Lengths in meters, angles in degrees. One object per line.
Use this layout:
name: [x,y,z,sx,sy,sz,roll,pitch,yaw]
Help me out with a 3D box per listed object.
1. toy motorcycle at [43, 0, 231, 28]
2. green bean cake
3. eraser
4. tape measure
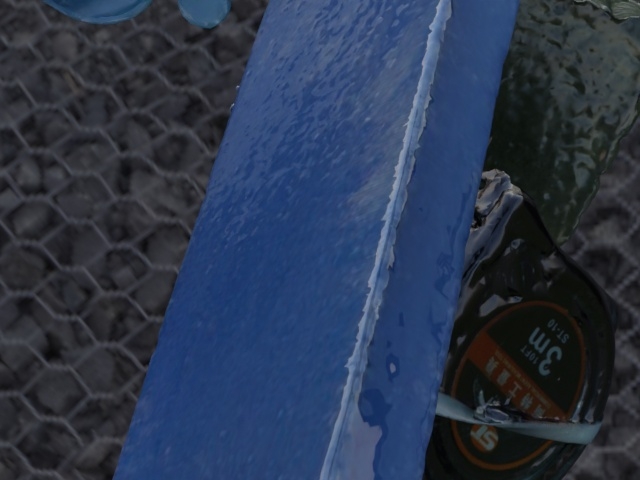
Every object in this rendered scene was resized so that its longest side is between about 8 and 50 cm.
toy motorcycle: [-0.049,-0.131,0.379,0.123,0.272,0.182,44,111,0]
green bean cake: [0.126,-0.107,1.028,0.183,0.185,0.094,23,30,-1]
eraser: [0.000,0.000,0.580,0.144,0.043,0.311,-22,43,44]
tape measure: [0.091,0.072,0.884,0.181,0.182,0.107,-51,38,-9]
